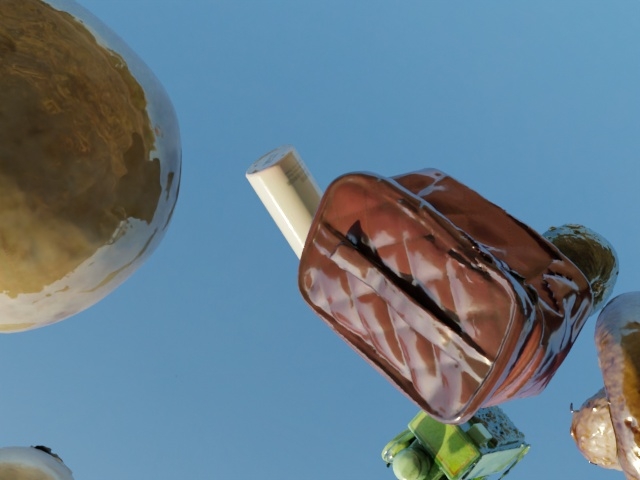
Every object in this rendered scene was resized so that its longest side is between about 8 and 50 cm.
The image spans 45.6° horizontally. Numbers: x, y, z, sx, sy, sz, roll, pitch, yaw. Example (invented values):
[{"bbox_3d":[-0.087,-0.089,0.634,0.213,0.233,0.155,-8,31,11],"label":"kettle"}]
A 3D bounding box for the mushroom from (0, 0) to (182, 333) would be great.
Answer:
[{"bbox_3d":[-0.277,-0.072,0.670,0.297,0.290,0.297,-1,-86,-16],"label":"mushroom"}]

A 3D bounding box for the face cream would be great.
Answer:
[{"bbox_3d":[0.000,0.000,1.331,0.102,0.102,0.345,-39,-68,-15],"label":"face cream"}]

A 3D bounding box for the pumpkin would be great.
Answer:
[{"bbox_3d":[0.464,0.060,1.419,0.146,0.190,0.190,30,-109,39],"label":"pumpkin"}]

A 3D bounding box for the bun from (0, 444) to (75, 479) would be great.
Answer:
[{"bbox_3d":[-0.345,0.319,0.838,0.173,0.173,0.120,-34,-135,-14],"label":"bun"}]

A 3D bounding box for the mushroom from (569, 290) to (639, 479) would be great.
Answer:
[{"bbox_3d":[0.406,0.192,0.907,0.195,0.283,0.263,-3,-124,3],"label":"mushroom"}]

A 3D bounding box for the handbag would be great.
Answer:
[{"bbox_3d":[0.093,0.037,0.619,0.135,0.146,0.225,-7,-141,-44],"label":"handbag"}]

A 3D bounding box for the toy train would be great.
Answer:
[{"bbox_3d":[0.236,0.369,1.339,0.188,0.272,0.159,-51,-123,17],"label":"toy train"}]
